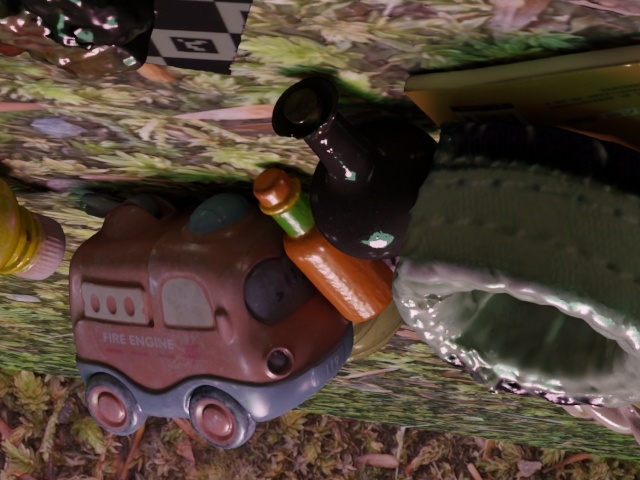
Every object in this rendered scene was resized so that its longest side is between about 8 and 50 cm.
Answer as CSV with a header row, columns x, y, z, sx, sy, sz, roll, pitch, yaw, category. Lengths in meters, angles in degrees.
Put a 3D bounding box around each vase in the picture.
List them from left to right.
x,y,z,sx,sy,sz,roll,pitch,yaw,category
0.028,-0.061,1.331,0.120,0.120,0.183,-2,152,31,vase

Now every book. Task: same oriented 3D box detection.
x,y,z,sx,sy,sz,roll,pitch,yaw,category
0.273,-0.034,1.294,0.269,0.032,0.389,-3,150,39,book

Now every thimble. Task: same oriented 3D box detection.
x,y,z,sx,sy,sz,roll,pitch,yaw,category
0.167,0.017,1.252,0.237,0.150,0.237,17,156,8,thimble

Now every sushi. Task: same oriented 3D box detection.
x,y,z,sx,sy,sz,roll,pitch,yaw,category
-0.212,-0.148,1.113,0.339,0.068,0.320,8,167,-8,sushi

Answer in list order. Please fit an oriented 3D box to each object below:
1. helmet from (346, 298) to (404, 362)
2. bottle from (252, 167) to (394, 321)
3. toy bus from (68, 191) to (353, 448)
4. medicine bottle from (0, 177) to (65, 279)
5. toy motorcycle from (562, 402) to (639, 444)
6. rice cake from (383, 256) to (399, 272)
x,y,z,sx,sy,sz,roll,pitch,yaw,category
-0.006,0.068,1.847,0.258,0.137,0.204,-1,166,30,helmet
0.000,0.000,1.604,0.069,0.069,0.187,-5,141,40,bottle
-0.122,0.061,1.700,0.294,0.231,0.197,3,-155,35,toy bus
-0.350,-0.014,1.666,0.122,0.121,0.212,-3,165,36,medicine bottle
0.258,0.107,1.621,0.341,0.108,0.223,37,164,38,toy motorcycle
0.101,-0.015,1.591,0.056,0.072,0.365,5,170,-5,rice cake
